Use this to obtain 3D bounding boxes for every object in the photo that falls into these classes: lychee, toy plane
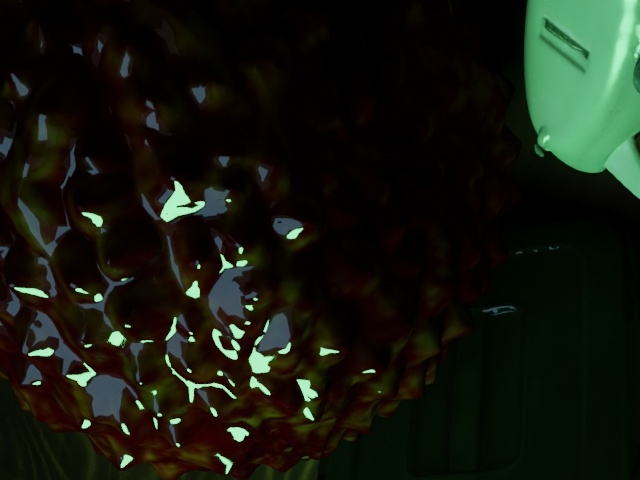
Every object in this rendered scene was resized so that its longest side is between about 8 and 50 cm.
[{"bbox_3d":[-0.064,-0.040,0.881,0.425,0.424,0.500,31,170,21],"label":"lychee"},{"bbox_3d":[0.188,-0.137,0.787,0.252,0.118,0.252,49,157,30],"label":"toy plane"}]

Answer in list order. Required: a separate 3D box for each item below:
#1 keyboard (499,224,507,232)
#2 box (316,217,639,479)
[{"bbox_3d":[0.159,0.018,1.116,0.195,0.018,0.060,53,152,-15],"label":"keyboard"},{"bbox_3d":[0.148,0.160,0.986,0.253,0.328,0.178,-11,139,26],"label":"box"}]
